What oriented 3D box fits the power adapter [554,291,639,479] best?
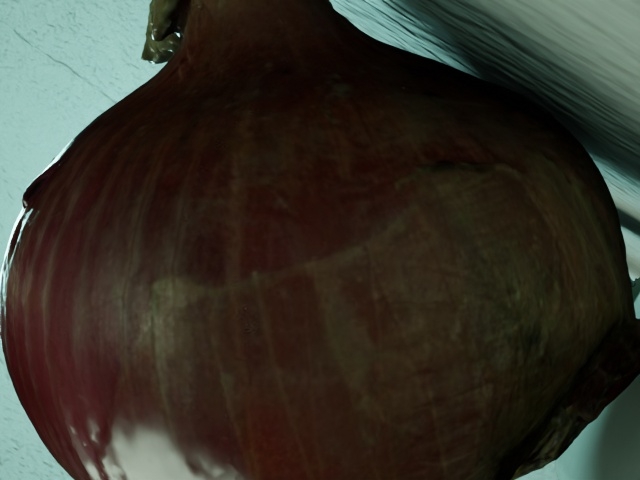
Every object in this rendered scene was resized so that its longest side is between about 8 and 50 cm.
[{"bbox_3d":[0.220,0.111,0.472,0.124,0.187,0.255,27,-174,5],"label":"power adapter"}]

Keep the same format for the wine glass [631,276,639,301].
[{"bbox_3d":[0.318,0.090,0.693,0.202,0.093,0.093,29,-173,-25],"label":"wine glass"}]

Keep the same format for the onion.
[{"bbox_3d":[0.001,0.028,0.524,0.353,0.354,0.353,32,-174,-4],"label":"onion"}]

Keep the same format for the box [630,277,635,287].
[{"bbox_3d":[0.224,0.074,0.766,0.142,0.083,0.232,3,-129,-58],"label":"box"}]
